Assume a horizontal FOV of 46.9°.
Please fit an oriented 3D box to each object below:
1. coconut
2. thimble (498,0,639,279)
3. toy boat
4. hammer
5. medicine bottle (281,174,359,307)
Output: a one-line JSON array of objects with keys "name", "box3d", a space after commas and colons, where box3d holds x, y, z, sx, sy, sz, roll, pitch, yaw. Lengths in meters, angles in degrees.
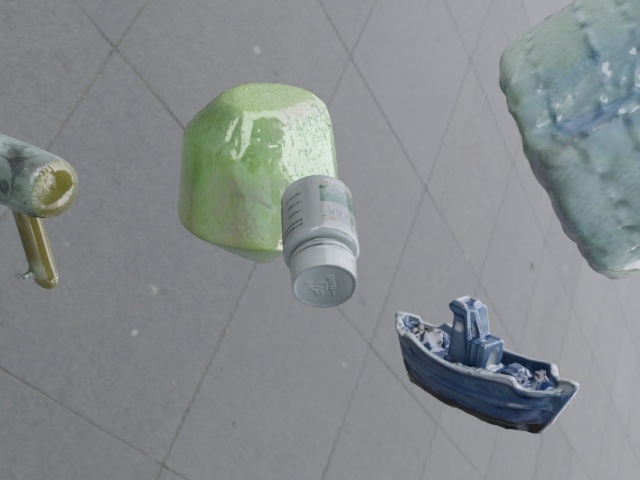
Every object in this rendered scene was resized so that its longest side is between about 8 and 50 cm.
[{"name": "coconut", "box3d": [-0.107, -0.106, 1.304, 0.328, 0.281, 0.329, 8, 90, -86]}, {"name": "thimble", "box3d": [0.244, -0.087, 0.578, 0.237, 0.150, 0.237, 40, 35, -36]}, {"name": "toy boat", "box3d": [0.216, 0.157, 1.024, 0.129, 0.309, 0.143, -9, 109, -39]}, {"name": "hammer", "box3d": [-0.507, -0.033, 1.284, 0.113, 0.201, 0.306, -46, 151, -44]}, {"name": "medicine bottle", "box3d": [0.000, 0.000, 0.769, 0.130, 0.080, 0.080, -97, 159, -45]}]
